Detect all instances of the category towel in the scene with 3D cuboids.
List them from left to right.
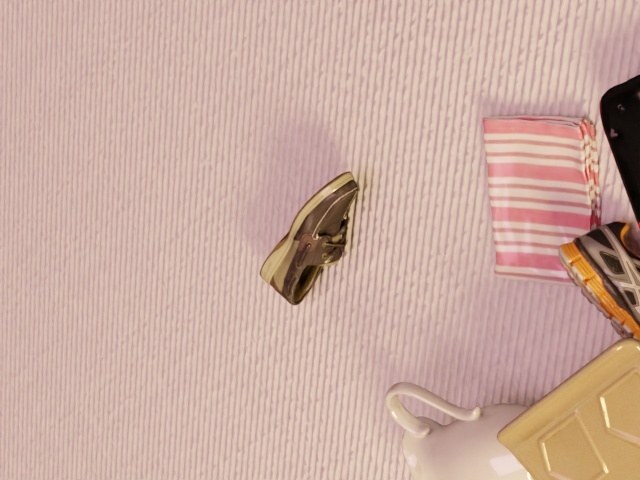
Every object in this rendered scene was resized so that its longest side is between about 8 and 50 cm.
[{"bbox_3d":[0.250,-0.044,1.797,0.144,0.029,0.197,5,106,41],"label":"towel"}]

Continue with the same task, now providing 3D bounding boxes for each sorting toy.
[{"bbox_3d":[0.306,0.263,1.726,0.229,0.041,0.307,47,124,0],"label":"sorting toy"}]

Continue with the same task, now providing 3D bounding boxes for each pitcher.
[{"bbox_3d":[0.180,0.237,1.865,0.207,0.125,0.178,-8,124,48],"label":"pitcher"}]

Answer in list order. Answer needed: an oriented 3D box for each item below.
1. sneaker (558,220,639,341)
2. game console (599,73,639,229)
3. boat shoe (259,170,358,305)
[{"bbox_3d":[0.351,0.070,1.707,0.083,0.084,0.215,-37,79,-4],"label":"sneaker"},{"bbox_3d":[0.484,-0.056,1.550,0.386,0.060,0.342,-24,77,38],"label":"game console"},{"bbox_3d":[-0.001,0.001,2.003,0.073,0.080,0.223,49,135,12],"label":"boat shoe"}]
